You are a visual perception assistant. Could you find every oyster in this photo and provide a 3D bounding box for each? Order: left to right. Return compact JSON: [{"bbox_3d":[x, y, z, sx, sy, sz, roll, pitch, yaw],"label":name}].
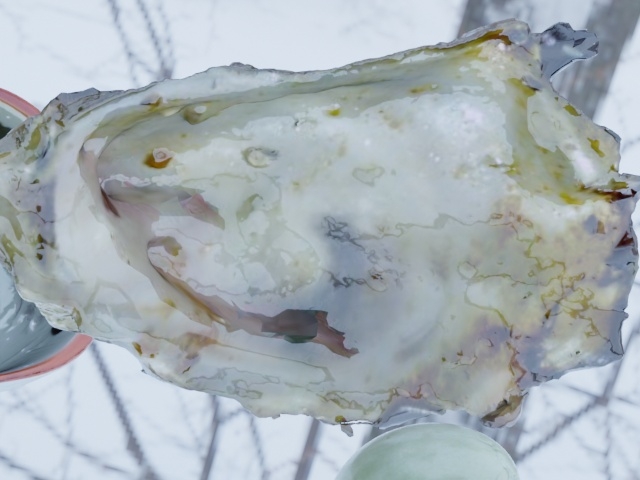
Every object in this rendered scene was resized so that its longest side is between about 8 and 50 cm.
[{"bbox_3d":[-0.011,0.004,0.937,0.361,0.221,0.096,-9,19,-5],"label":"oyster"}]

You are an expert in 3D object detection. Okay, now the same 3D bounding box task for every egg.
[{"bbox_3d":[0.072,0.185,1.280,0.152,0.114,0.114,-27,-17,36],"label":"egg"}]

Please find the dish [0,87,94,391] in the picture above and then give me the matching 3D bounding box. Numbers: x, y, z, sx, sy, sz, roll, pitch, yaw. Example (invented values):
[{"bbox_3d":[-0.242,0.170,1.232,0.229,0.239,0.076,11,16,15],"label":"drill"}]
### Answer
[{"bbox_3d":[-0.289,0.010,1.356,0.256,0.256,0.117,7,-25,-37],"label":"dish"}]
